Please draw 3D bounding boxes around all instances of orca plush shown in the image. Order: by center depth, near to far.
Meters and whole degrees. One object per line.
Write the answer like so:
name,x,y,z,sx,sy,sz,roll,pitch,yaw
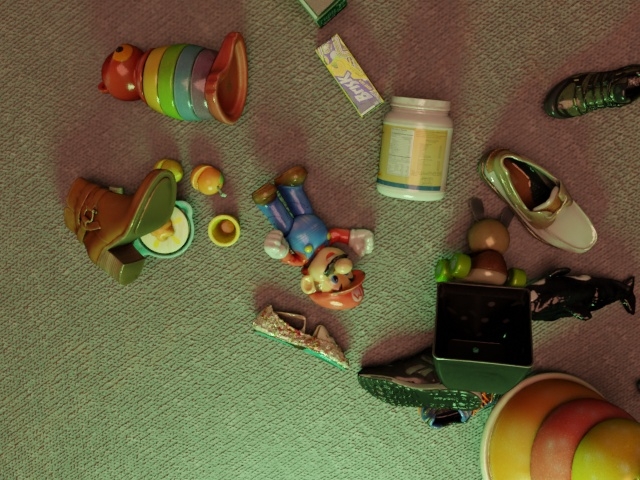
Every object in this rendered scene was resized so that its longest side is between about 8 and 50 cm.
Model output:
orca plush,0.548,0.146,1.561,0.287,0.102,0.151,7,127,-17

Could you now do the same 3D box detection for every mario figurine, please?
mario figurine,0.000,0.000,1.545,0.198,0.170,0.320,-32,97,7

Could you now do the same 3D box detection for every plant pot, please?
plant pot,0.322,0.211,1.502,0.187,0.188,0.167,4,140,8

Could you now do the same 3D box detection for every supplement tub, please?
supplement tub,0.194,-0.189,1.504,0.144,0.144,0.199,6,102,2

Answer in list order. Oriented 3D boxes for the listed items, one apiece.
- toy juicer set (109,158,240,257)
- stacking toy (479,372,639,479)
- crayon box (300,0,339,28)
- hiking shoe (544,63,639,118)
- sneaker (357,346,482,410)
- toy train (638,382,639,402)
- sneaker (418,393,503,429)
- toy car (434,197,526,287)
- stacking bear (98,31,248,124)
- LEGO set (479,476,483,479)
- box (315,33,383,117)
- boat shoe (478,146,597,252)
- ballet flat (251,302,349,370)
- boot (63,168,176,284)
toy juicer set,-0.347,-0.064,1.587,0.329,0.089,0.209,-12,101,6
stacking toy,0.555,0.444,1.420,0.351,0.480,0.350,2,83,-14
crayon box,-0.077,-0.561,1.409,0.081,0.202,0.318,-40,98,10
hiking shoe,0.565,-0.302,1.475,0.227,0.114,0.086,-18,100,7
sneaker,0.227,0.298,1.642,0.283,0.124,0.107,3,139,23
toy train,0.791,0.348,1.641,0.166,0.046,0.125,42,102,-3
sneaker,0.328,0.367,1.646,0.221,0.087,0.083,-29,100,9
toy car,0.348,0.008,1.567,0.155,0.149,0.188,15,76,-12
stacking bear,-0.307,-0.329,1.498,0.289,0.164,0.175,9,61,12
LEGO set,0.382,0.647,1.680,0.107,0.132,0.287,29,80,2
box,0.061,-0.340,1.525,0.059,0.054,0.169,-35,99,10
boat shoe,0.459,-0.076,1.529,0.302,0.103,0.113,36,90,-6
ballet flat,-0.035,0.211,1.637,0.241,0.091,0.077,24,80,-6
boot,-0.426,-0.074,1.540,0.220,0.109,0.283,40,122,23
